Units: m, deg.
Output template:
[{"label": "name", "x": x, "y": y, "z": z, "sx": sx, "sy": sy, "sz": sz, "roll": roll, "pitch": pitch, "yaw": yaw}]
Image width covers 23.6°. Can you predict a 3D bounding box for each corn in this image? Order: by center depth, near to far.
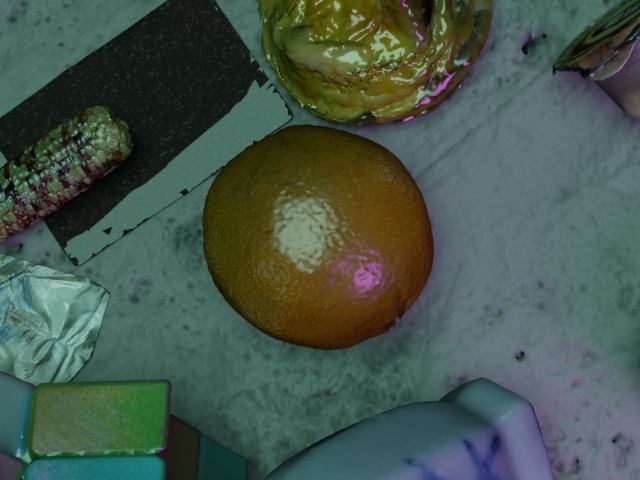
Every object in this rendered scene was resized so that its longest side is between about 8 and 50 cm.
[{"label": "corn", "x": -0.340, "y": -0.071, "z": 1.850, "sx": 0.253, "sy": 0.086, "sz": 0.086, "roll": -35, "pitch": 80, "yaw": 5}]

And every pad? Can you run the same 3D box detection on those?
[{"label": "pad", "x": -0.225, "y": -0.146, "z": 1.887, "sx": 0.330, "sy": 0.004, "sz": 0.220, "roll": -34, "pitch": 80, "yaw": 3}]

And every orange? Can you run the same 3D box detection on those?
[{"label": "orange", "x": 0.000, "y": 0.000, "z": 1.726, "sx": 0.264, "sy": 0.264, "sz": 0.264, "roll": -1, "pitch": 83, "yaw": 8}]

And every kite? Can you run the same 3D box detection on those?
[{"label": "kite", "x": -0.409, "y": 0.062, "z": 1.885, "sx": 0.310, "sy": 0.015, "sz": 0.169, "roll": 34, "pitch": 87, "yaw": 10}]

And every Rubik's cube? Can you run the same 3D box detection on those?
[{"label": "Rubik's cube", "x": -0.267, "y": 0.325, "z": 1.677, "sx": 0.368, "sy": 0.358, "sz": 0.387, "roll": 17, "pitch": 76, "yaw": 44}]

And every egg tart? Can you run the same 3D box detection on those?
[{"label": "egg tart", "x": 0.052, "y": -0.278, "z": 1.810, "sx": 0.297, "sy": 0.132, "sz": 0.297, "roll": -2, "pitch": 83, "yaw": 14}]

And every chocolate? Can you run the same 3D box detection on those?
[{"label": "chocolate", "x": 0.383, "y": -0.206, "z": 1.730, "sx": 0.221, "sy": 0.221, "sz": 0.147, "roll": -38, "pitch": 94, "yaw": 2}]

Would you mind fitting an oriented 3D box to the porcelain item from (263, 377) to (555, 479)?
[{"label": "porcelain item", "x": 0.065, "y": 0.307, "z": 1.605, "sx": 0.405, "sy": 0.178, "sz": 0.242, "roll": -27, "pitch": 106, "yaw": -33}]
